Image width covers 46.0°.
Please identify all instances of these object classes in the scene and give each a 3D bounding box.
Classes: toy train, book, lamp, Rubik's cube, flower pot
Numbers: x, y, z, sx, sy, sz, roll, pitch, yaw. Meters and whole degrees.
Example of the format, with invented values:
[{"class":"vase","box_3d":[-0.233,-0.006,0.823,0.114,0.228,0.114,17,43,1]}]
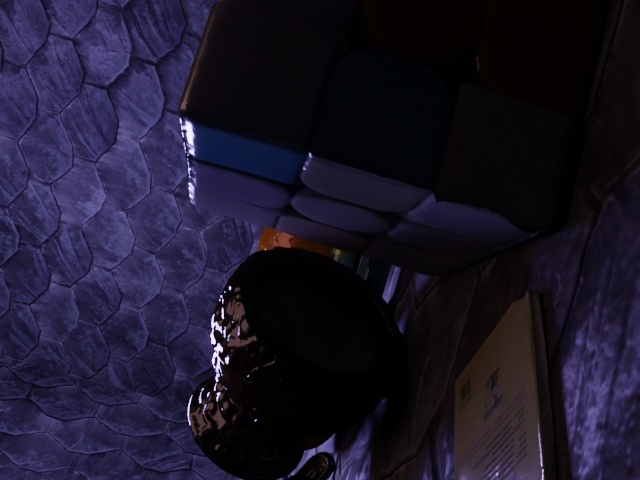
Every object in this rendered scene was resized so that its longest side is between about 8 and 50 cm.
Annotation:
[{"class":"toy train","box_3d":[0.058,0.055,1.209,0.083,0.132,0.200,148,137,-81]},{"class":"book","box_3d":[0.150,0.159,0.646,0.168,0.013,0.192,113,172,-45]},{"class":"lamp","box_3d":[-0.011,0.400,1.131,0.203,0.125,0.283,-53,-5,-24]},{"class":"Rubik's cube","box_3d":[0.062,-0.181,0.822,0.346,0.347,0.344,134,154,-75]},{"class":"flower pot","box_3d":[-0.052,0.189,1.070,0.267,0.267,0.266,-59,13,33]}]

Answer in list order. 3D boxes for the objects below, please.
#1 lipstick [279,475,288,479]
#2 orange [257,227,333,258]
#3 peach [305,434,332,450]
[{"class":"lipstick","box_3d":[-0.084,0.542,1.654,0.107,0.025,0.025,-73,3,-57]},{"class":"orange","box_3d":[0.000,0.000,1.469,0.284,0.226,0.283,-156,90,-84]},{"class":"peach","box_3d":[-0.044,0.267,1.310,0.192,0.190,0.190,121,165,-62]}]
